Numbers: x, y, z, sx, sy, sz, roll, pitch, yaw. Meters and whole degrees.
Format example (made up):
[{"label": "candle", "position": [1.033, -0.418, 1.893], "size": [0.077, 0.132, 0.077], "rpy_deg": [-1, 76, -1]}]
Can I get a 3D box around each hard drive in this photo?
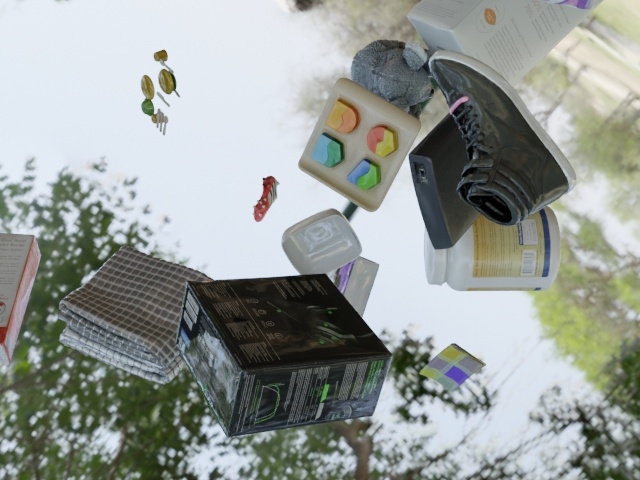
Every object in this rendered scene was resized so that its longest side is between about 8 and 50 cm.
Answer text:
[{"label": "hard drive", "position": [0.267, -0.116, 1.880], "size": [0.054, 0.172, 0.254], "rpy_deg": [18, 142, 39]}]

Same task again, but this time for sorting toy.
[{"label": "sorting toy", "position": [0.071, -0.185, 1.793], "size": [0.193, 0.208, 0.038], "rpy_deg": [32, -158, 12]}]

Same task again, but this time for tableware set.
[{"label": "tableware set", "position": [-0.296, -0.278, 1.684], "size": [0.024, 0.154, 0.104], "rpy_deg": [-21, -127, -35]}]

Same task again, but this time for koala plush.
[{"label": "koala plush", "position": [0.170, -0.346, 1.995], "size": [0.203, 0.196, 0.221], "rpy_deg": [22, -167, -11]}]

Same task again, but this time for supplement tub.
[{"label": "supplement tub", "position": [0.434, 0.018, 2.353], "size": [0.316, 0.228, 0.228], "rpy_deg": [0, -157, -2]}]

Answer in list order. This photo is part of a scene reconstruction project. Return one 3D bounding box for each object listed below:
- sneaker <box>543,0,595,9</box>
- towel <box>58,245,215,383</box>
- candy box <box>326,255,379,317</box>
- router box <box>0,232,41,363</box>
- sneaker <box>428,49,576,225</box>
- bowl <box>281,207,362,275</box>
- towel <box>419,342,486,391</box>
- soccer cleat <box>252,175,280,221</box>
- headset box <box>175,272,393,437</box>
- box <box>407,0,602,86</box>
[{"label": "sneaker", "position": [0.466, -0.491, 1.538], "size": [0.105, 0.236, 0.095], "rpy_deg": [21, -164, -27]}, {"label": "towel", "position": [-0.367, 0.140, 1.877], "size": [0.284, 0.121, 0.235], "rpy_deg": [20, -132, 17]}, {"label": "candy box", "position": [0.047, 0.126, 2.204], "size": [0.070, 0.164, 0.196], "rpy_deg": [23, 167, -20]}, {"label": "router box", "position": [-0.824, 0.117, 2.026], "size": [0.336, 0.082, 0.301], "rpy_deg": [2, -129, -1]}, {"label": "sneaker", "position": [0.240, -0.148, 1.373], "size": [0.295, 0.147, 0.104], "rpy_deg": [49, 158, 2]}, {"label": "bowl", "position": [0.000, 0.000, 1.820], "size": [0.142, 0.142, 0.053], "rpy_deg": [57, -170, -42]}, {"label": "towel", "position": [0.183, 0.176, 1.270], "size": [0.060, 0.083, 0.009], "rpy_deg": [33, -139, -12]}, {"label": "soccer cleat", "position": [-0.087, -0.067, 1.512], "size": [0.029, 0.083, 0.036], "rpy_deg": [1, 160, 37]}, {"label": "headset box", "position": [-0.056, 0.174, 1.484], "size": [0.283, 0.131, 0.246], "rpy_deg": [-3, -148, -30]}, {"label": "box", "position": [0.391, -0.492, 1.910], "size": [0.215, 0.345, 0.168], "rpy_deg": [50, 175, -36]}]
